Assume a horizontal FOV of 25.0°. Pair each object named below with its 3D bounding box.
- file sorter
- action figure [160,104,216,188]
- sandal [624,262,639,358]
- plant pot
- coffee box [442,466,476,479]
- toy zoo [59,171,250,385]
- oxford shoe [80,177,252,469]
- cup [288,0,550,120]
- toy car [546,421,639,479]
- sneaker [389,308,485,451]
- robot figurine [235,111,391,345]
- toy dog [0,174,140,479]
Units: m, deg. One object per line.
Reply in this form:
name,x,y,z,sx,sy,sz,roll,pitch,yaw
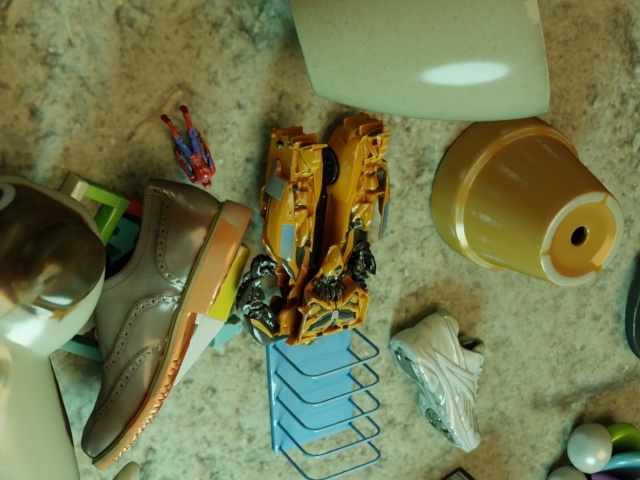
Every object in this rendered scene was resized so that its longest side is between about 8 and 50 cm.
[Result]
file sorter,0.009,0.204,1.832,0.118,0.104,0.170,-16,121,-24
action figure,-0.145,-0.101,1.631,0.038,0.030,0.115,-30,131,-10
sandal,0.587,-0.010,2.079,0.167,0.107,0.445,27,97,-38
plant pot,0.275,-0.037,1.821,0.205,0.188,0.205,-14,120,-26
coffee box,0.146,0.458,2.047,0.246,0.098,0.141,-31,126,-15
toy zoo,-0.207,0.056,1.670,0.293,0.030,0.192,22,100,-38
oxford shoe,-0.205,0.092,1.617,0.133,0.130,0.363,25,109,-5
cup,0.086,-0.265,1.540,0.237,0.331,0.331,-15,123,2
toy car,0.437,0.365,2.158,0.159,0.136,0.182,19,103,-36
sneaker,0.186,0.188,1.946,0.115,0.090,0.232,-37,128,-15
robot figurine,0.000,0.000,1.724,0.211,0.085,0.291,-14,120,-37
toy dog,-0.344,0.136,1.453,0.395,0.284,0.408,12,100,-16
